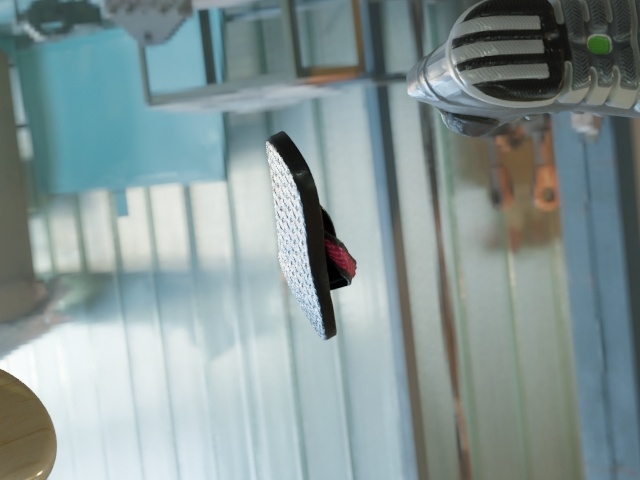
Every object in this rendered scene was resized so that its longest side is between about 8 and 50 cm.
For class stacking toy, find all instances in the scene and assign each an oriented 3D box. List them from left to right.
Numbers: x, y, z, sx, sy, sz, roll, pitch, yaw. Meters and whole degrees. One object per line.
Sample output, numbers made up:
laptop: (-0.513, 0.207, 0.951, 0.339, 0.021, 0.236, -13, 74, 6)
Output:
stacking toy: (-0.353, 0.255, 1.086, 0.141, 0.141, 0.330, -12, 145, -53)

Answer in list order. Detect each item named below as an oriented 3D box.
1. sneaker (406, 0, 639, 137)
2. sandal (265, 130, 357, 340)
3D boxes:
sneaker: (0.158, -0.109, 0.810, 0.229, 0.086, 0.132, 1, 172, -24)
sandal: (0.000, 0.000, 0.812, 0.040, 0.179, 0.067, -25, -129, -16)
